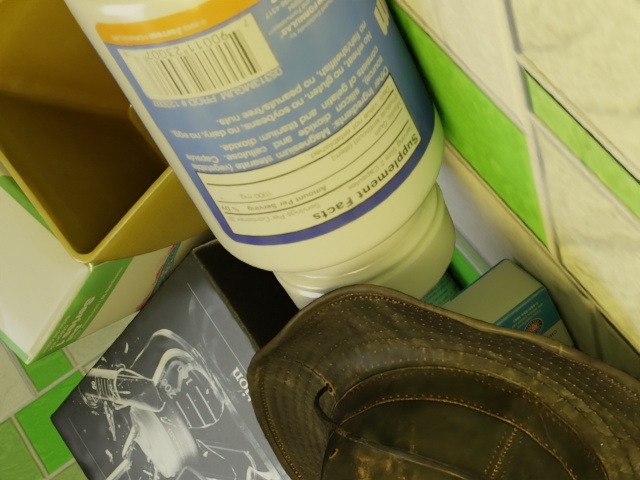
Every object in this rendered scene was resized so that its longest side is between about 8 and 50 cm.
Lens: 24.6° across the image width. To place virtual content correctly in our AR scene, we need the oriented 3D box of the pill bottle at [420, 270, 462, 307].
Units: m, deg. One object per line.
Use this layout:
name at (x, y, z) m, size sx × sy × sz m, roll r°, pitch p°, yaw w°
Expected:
pill bottle at (0.050, 0.027, 1.160) m, size 0.160 × 0.087 × 0.087 m, roll 55°, pitch 174°, yaw -4°

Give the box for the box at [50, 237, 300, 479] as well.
box at (-0.031, 0.198, 1.306) m, size 0.343 × 0.179 × 0.312 m, roll 55°, pitch 135°, yaw 12°

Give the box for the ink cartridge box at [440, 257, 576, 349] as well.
ink cartridge box at (0.121, 0.088, 0.942) m, size 0.122 × 0.088 × 0.052 m, roll 59°, pitch 170°, yaw -34°

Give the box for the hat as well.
hat at (0.072, 0.179, 0.882) m, size 0.331 × 0.134 × 0.331 m, roll 18°, pitch 145°, yaw 13°

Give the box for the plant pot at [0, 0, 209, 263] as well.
plant pot at (-0.122, -0.118, 1.140) m, size 0.212 × 0.212 × 0.187 m, roll 50°, pitch -164°, yaw 21°

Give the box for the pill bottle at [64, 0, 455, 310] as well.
pill bottle at (-0.020, -0.079, 0.831) m, size 0.152 × 0.152 × 0.272 m, roll 48°, pitch 171°, yaw 50°

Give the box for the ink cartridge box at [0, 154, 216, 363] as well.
ink cartridge box at (-0.209, -0.036, 1.245) m, size 0.201 × 0.117 × 0.278 m, roll 42°, pitch -154°, yaw 11°
